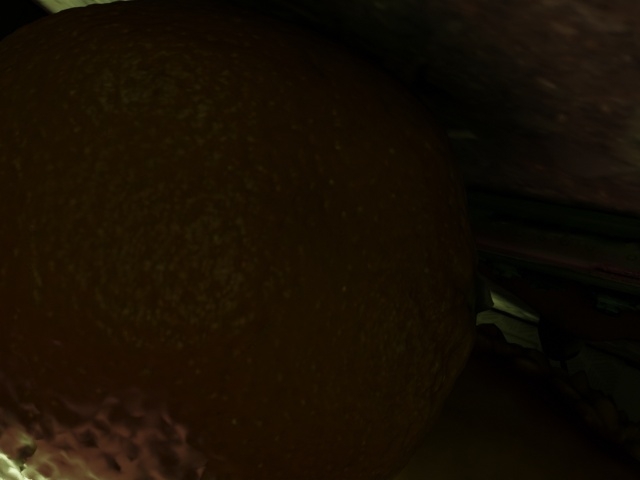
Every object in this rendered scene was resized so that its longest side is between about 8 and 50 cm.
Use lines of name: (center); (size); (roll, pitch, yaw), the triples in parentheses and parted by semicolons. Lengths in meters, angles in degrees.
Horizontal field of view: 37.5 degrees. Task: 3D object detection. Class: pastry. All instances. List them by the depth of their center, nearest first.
pastry: (0.096, 0.195, 0.635); (0.409, 0.245, 0.409); (29, 165, 9)

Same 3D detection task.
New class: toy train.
toy train: (0.133, 0.008, 0.506); (0.147, 0.038, 0.071); (14, 165, 44)

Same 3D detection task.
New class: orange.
orange: (-0.055, 0.015, 0.425); (0.264, 0.264, 0.264); (25, 170, 5)

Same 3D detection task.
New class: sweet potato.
sweet potato: (0.155, 0.037, 0.586); (0.179, 0.044, 0.044); (26, 170, -1)

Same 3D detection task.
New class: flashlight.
flashlight: (0.173, 0.056, 0.669); (0.035, 0.057, 0.121); (-13, 153, 8)

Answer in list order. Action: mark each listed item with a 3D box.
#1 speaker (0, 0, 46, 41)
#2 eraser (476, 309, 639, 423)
speaker: (-0.192, -0.119, 0.630); (0.082, 0.044, 0.218); (17, 167, 40)
eraser: (0.147, 0.119, 0.854); (0.403, 0.098, 0.096); (20, 168, 28)
